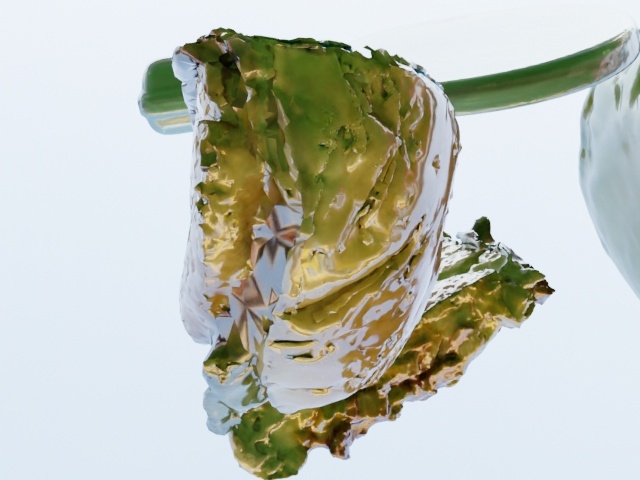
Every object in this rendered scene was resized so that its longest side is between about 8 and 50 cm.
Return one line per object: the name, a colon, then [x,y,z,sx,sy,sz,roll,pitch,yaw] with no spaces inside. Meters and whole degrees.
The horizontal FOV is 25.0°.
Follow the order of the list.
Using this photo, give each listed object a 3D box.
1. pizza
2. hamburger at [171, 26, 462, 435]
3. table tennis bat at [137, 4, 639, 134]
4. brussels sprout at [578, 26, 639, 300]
pizza: [0.061,0.066,1.004,0.081,0.228,0.289,60,-146,-11]
hamburger: [0.000,0.007,0.437,0.087,0.176,0.102,0,-99,-5]
table tennis bat: [0.028,-0.080,0.670,0.237,0.149,0.038,-5,-69,18]
brussels sprout: [0.341,-0.047,1.082,0.268,0.344,0.344,-22,-106,0]
